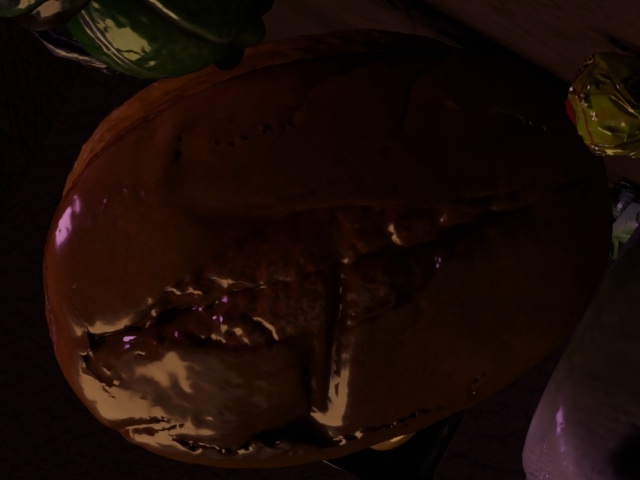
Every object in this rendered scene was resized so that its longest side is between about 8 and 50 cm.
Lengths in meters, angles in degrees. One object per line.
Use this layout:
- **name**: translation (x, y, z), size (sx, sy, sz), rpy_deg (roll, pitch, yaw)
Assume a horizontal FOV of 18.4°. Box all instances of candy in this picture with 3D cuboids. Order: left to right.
- **candy**: translation (0.135, -0.035, 0.649), size (0.123, 0.035, 0.035), rpy_deg (19, -140, 34)

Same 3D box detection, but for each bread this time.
- **bread**: translation (0.000, 0.000, 0.943), size (0.270, 0.195, 0.142), rpy_deg (-15, -159, -6)

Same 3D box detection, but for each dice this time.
- **dice**: translation (0.234, 0.093, 1.101), size (0.194, 0.193, 0.192), rpy_deg (30, -176, 12)

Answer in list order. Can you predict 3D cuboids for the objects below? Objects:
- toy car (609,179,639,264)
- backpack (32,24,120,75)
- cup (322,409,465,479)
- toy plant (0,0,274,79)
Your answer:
- **toy car**: translation (0.228, 0.003, 1.360), size (0.093, 0.058, 0.186), rpy_deg (30, -177, 2)
- **backpack**: translation (-0.147, -0.165, 1.264), size (0.120, 0.105, 0.165), rpy_deg (33, -174, 4)
- **cup**: translation (0.075, 0.037, 1.316), size (0.178, 0.256, 0.255), rpy_deg (26, -176, -42)
- **toy plant**: translation (-0.092, -0.125, 0.851), size (0.162, 0.092, 0.093), rpy_deg (24, -176, -35)
